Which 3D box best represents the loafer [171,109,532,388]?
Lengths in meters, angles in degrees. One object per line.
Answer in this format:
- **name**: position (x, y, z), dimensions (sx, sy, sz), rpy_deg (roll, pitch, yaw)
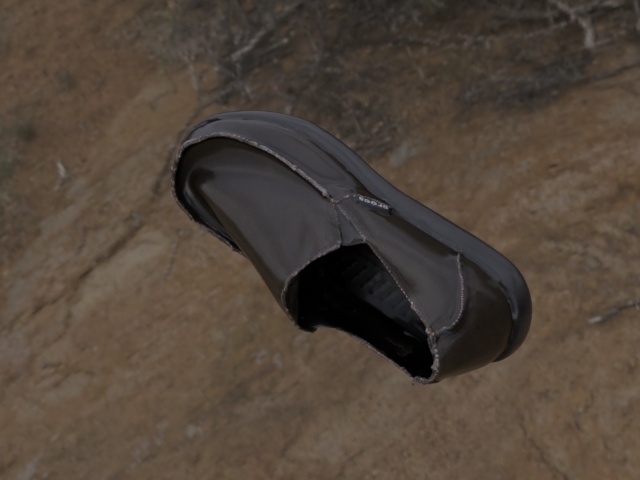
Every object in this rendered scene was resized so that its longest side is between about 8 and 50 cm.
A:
- **loafer**: position (0.000, 0.000, 0.558), dimensions (0.220, 0.080, 0.078), rpy_deg (28, 37, 26)
